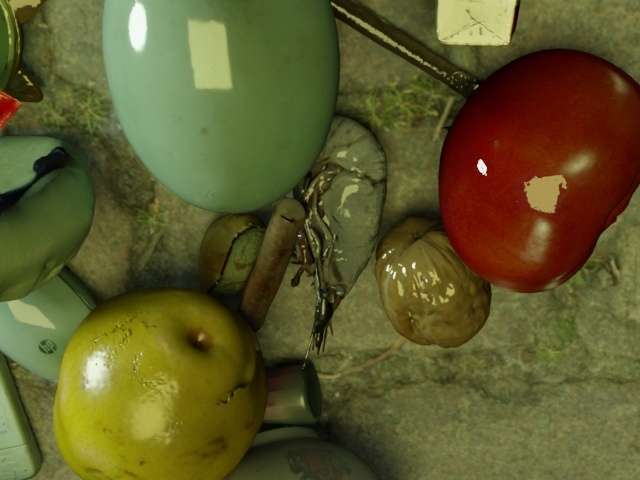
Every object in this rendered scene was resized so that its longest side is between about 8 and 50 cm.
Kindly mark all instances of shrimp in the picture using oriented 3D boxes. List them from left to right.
[{"bbox_3d":[0.004,0.002,1.516,0.145,0.116,0.343,8,107,2],"label":"shrimp"}]

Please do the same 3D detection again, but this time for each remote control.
[{"bbox_3d":[-0.494,0.259,1.719,0.098,0.038,0.234,-10,111,9],"label":"remote control"}]

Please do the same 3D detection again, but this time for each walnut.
[{"bbox_3d":[0.148,0.060,1.504,0.155,0.155,0.184,-18,125,13],"label":"walnut"}]

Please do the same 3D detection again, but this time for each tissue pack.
[{"bbox_3d":[0.184,-0.297,1.347,0.099,0.149,0.106,4,114,4],"label":"tissue pack"}]

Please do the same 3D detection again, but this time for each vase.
[{"bbox_3d":[-0.111,0.232,1.650,0.214,0.086,0.086,-9,113,14],"label":"vase"}]

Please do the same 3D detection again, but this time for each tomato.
[{"bbox_3d":[0.260,-0.090,1.376,0.226,0.298,0.299,37,114,13],"label":"tomato"}]

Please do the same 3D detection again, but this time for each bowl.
[{"bbox_3d":[-0.057,0.362,1.628,0.345,0.345,0.157,-23,65,15],"label":"bowl"}]

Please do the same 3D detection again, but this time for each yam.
[{"bbox_3d":[-0.070,0.042,1.496,0.046,0.046,0.264,19,138,-3],"label":"yam"}]

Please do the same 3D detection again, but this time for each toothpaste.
[{"bbox_3d":[-0.452,-0.210,1.388,0.190,0.031,0.048,40,108,-16],"label":"toothpaste"}]

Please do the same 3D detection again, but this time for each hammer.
[{"bbox_3d":[0.105,-0.245,1.445,0.297,0.027,0.125,32,108,-9],"label":"hammer"}]

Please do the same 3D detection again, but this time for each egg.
[{"bbox_3d":[-0.115,-0.216,1.342,0.276,0.276,0.389,-3,119,7],"label":"egg"}]

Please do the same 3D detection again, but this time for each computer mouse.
[{"bbox_3d":[-0.435,0.084,1.605,0.288,0.097,0.159,38,114,-12],"label":"computer mouse"}]

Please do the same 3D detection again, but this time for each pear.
[{"bbox_3d":[-0.224,0.208,1.533,0.285,0.285,0.336,46,146,-14],"label":"pear"}]

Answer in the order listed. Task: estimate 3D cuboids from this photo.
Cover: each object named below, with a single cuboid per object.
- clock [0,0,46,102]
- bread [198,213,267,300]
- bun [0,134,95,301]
[{"bbox_3d":[-0.523,-0.266,1.447,0.348,0.117,0.286,9,115,2],"label":"clock"},{"bbox_3d":[-0.122,0.018,1.549,0.083,0.094,0.157,-11,132,-39],"label":"bread"},{"bbox_3d":[-0.423,-0.005,1.470,0.293,0.293,0.187,-5,118,8],"label":"bun"}]
